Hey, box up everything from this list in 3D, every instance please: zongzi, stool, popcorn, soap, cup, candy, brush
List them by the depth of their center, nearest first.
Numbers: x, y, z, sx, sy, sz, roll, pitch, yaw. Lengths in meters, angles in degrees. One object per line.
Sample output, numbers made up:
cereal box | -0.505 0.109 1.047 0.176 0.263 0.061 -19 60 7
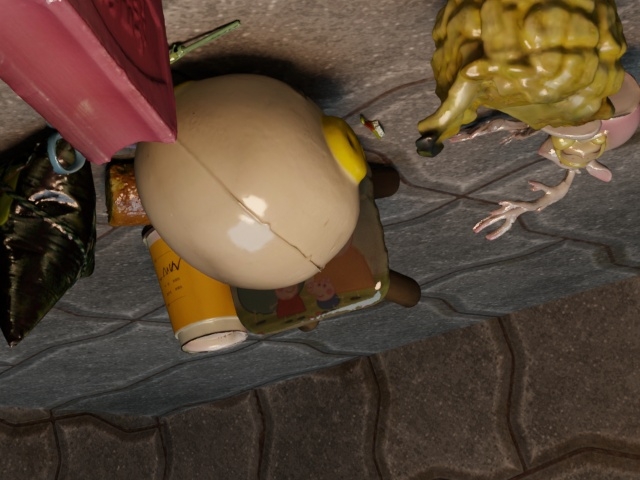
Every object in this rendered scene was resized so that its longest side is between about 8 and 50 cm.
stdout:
soap | -0.275 -0.258 1.178 0.128 0.233 0.359 -13 160 7
popcorn | 0.266 -0.254 1.411 0.292 0.237 0.293 -9 158 -4
candy | -0.193 -0.258 1.515 0.193 0.062 0.058 -24 113 18
zongzi | -0.479 0.029 1.765 0.319 0.362 0.383 22 152 -23
brush | 0.089 -0.195 1.850 0.021 0.019 0.083 -25 157 17
stool | 0.000 0.000 1.978 0.310 0.311 0.226 -15 169 23
cup | -0.229 0.064 2.088 0.196 0.280 0.196 -13 161 -4

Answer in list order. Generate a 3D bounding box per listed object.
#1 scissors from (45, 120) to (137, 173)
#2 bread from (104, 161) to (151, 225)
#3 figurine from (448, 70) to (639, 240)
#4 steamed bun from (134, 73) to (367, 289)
scissors | -0.345 -0.158 1.679 0.030 0.125 0.256 -5 177 21
bread | -0.283 -0.084 1.889 0.172 0.103 0.132 -4 161 -17
figurine | 0.364 -0.172 1.808 0.284 0.207 0.316 -15 155 3
steamed bun | -0.104 -0.087 1.625 0.333 0.334 0.374 -13 160 14
